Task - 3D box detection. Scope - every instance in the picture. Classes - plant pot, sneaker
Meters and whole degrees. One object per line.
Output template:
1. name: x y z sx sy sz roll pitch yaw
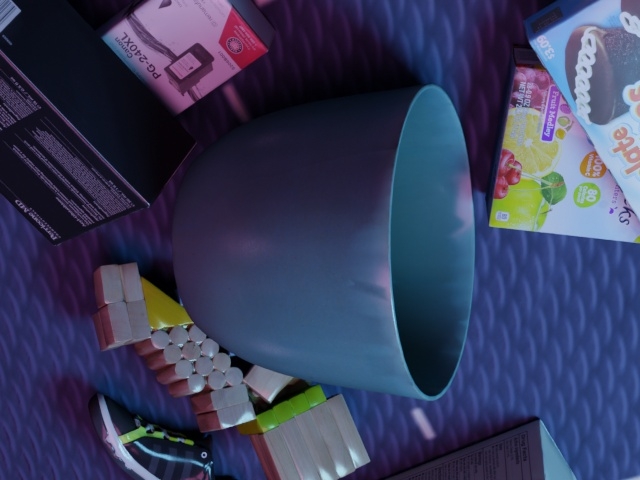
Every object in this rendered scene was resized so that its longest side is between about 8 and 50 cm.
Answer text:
1. plant pot: 0.000 0.000 1.261 0.235 0.293 0.293 1 121 21
2. sneaker: -0.175 0.247 1.543 0.097 0.084 0.235 -40 113 -2

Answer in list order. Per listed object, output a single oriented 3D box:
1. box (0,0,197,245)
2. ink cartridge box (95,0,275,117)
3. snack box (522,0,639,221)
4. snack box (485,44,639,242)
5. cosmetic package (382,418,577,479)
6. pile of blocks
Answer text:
1. box: -0.276 -0.133 1.263 0.184 0.103 0.261 -19 120 45
2. ink cartridge box: -0.137 -0.193 1.276 0.150 0.063 0.109 -33 112 21
3. snack box: 0.345 -0.112 1.202 0.187 0.060 0.322 -30 114 17
4. snack box: 0.278 -0.091 1.293 0.207 0.070 0.175 5 119 0
5. cosmetic package: 0.140 0.342 1.508 0.309 0.160 0.113 -23 116 19
6. pile of blocks: -0.107 0.144 1.462 0.362 0.149 0.112 44 158 -9
